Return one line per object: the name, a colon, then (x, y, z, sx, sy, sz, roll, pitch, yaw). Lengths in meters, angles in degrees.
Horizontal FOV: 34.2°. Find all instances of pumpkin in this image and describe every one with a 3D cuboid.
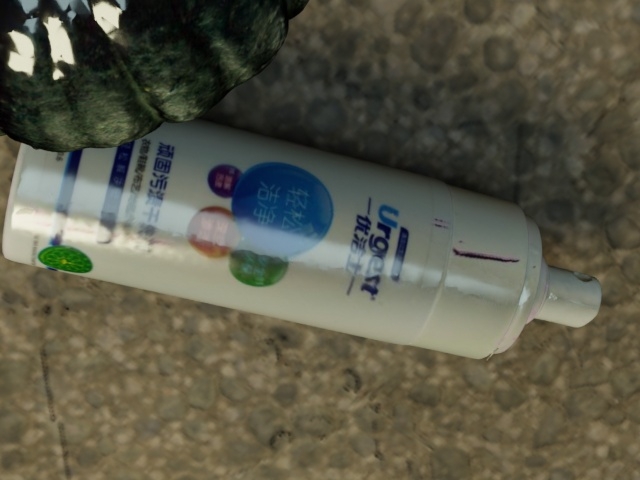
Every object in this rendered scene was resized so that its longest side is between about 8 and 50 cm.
pumpkin: (-0.104, -0.144, 0.414, 0.220, 0.162, 0.220, 0, 89, 0)

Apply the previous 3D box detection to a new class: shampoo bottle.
shampoo bottle: (0.000, 0.000, 0.532, 0.303, 0.092, 0.092, 14, 110, -11)
